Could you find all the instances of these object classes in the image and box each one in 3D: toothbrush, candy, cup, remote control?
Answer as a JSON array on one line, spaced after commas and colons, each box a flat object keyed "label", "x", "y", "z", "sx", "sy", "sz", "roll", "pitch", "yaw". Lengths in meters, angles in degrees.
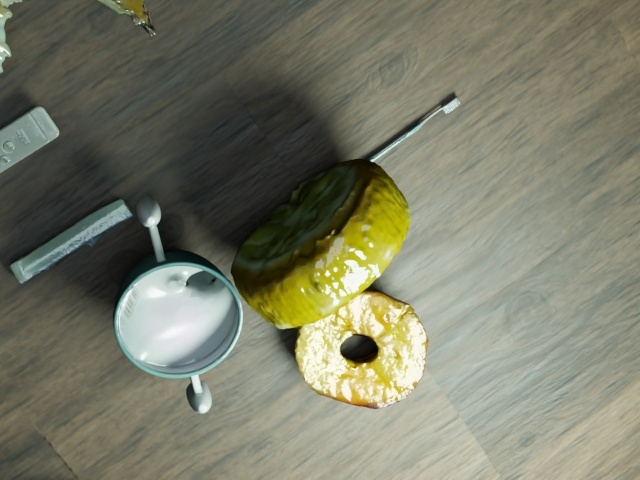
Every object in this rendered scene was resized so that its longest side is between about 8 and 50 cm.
[{"label": "toothbrush", "x": 0.127, "y": -0.150, "z": 2.042, "sx": 0.167, "sy": 0.011, "sz": 0.014, "roll": -35, "pitch": 112, "yaw": -1}, {"label": "candy", "x": 0.000, "y": 0.000, "z": 1.930, "sx": 0.260, "sy": 0.260, "sz": 0.118, "roll": -42, "pitch": 114, "yaw": 1}, {"label": "cup", "x": -0.197, "y": 0.085, "z": 1.953, "sx": 0.167, "sy": 0.173, "sz": 0.299, "roll": -15, "pitch": 104, "yaw": -6}, {"label": "remote control", "x": -0.437, "y": -0.115, "z": 1.941, "sx": 0.184, "sy": 0.027, "sz": 0.050, "roll": -32, "pitch": 105, "yaw": 3}]

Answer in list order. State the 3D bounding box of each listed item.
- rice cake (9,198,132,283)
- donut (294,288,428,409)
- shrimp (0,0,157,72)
[{"label": "rice cake", "x": -0.338, "y": 0.002, "z": 1.981, "sx": 0.180, "sy": 0.030, "sz": 0.042, "roll": -32, "pitch": 101, "yaw": -2}, {"label": "donut", "x": 0.055, "y": 0.148, "z": 2.067, "sx": 0.190, "sy": 0.074, "sz": 0.174, "roll": -3, "pitch": 104, "yaw": -6}, {"label": "shrimp", "x": -0.370, "y": -0.315, "z": 1.879, "sx": 0.287, "sy": 0.068, "sz": 0.185, "roll": -21, "pitch": 102, "yaw": -27}]
